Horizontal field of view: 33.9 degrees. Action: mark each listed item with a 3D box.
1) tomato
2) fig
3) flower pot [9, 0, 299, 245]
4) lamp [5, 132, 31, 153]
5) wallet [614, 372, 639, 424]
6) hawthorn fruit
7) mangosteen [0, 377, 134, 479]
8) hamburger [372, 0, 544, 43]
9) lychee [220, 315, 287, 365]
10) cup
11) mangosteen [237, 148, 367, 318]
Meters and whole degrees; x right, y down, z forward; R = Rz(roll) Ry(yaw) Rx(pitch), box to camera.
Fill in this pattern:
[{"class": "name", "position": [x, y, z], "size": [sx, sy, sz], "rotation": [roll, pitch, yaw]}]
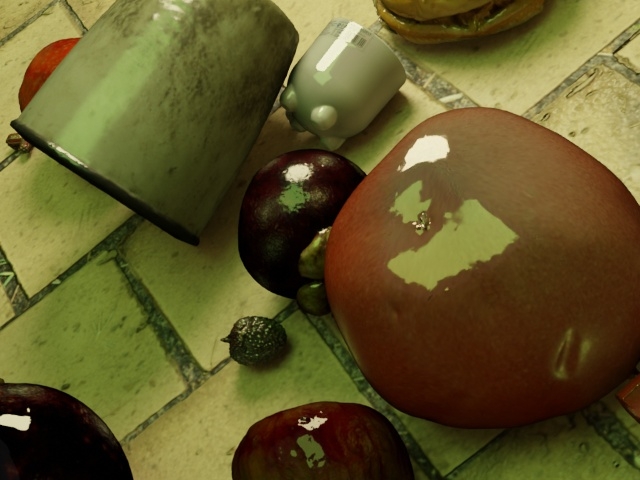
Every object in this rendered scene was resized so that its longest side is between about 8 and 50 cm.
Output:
[{"class": "tomato", "position": [0.173, 0.029, 1.076], "size": [0.342, 0.272, 0.341], "rotation": [-16, 49, 19]}, {"class": "fig", "position": [0.031, 0.297, 1.073], "size": [0.191, 0.190, 0.290], "rotation": [-30, 88, 7]}, {"class": "flower pot", "position": [-0.207, -0.203, 1.419], "size": [0.294, 0.294, 0.330], "rotation": [27, 83, 41]}, {"class": "lamp", "position": [-0.489, -0.183, 1.782], "size": [0.063, 0.031, 0.083], "rotation": [28, 70, 39]}, {"class": "wallet", "position": [0.385, 0.117, 0.939], "size": [0.204, 0.045, 0.142], "rotation": [-43, 48, -1]}, {"class": "hawthorn fruit", "position": [-0.374, -0.218, 1.637], "size": [0.205, 0.205, 0.253], "rotation": [-51, 38, -13]}, {"class": "mangosteen", "position": [-0.353, 0.301, 1.184], "size": [0.297, 0.313, 0.296], "rotation": [1, 81, -7]}, {"class": "hamburger", "position": [0.198, -0.413, 1.482], "size": [0.319, 0.158, 0.318], "rotation": [-17, 48, 20]}, {"class": "lychee", "position": [-0.082, 0.121, 1.291], "size": [0.083, 0.068, 0.067], "rotation": [2, 36, 12]}, {"class": "cup", "position": [0.009, -0.215, 1.452], "size": [0.173, 0.134, 0.142], "rotation": [30, 76, 40]}, {"class": "mangosteen", "position": [0.000, 0.000, 1.260], "size": [0.194, 0.194, 0.230], "rotation": [-37, 57, 0]}]
